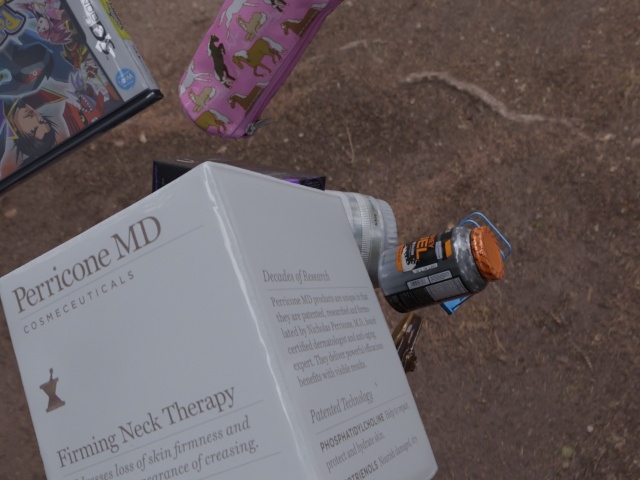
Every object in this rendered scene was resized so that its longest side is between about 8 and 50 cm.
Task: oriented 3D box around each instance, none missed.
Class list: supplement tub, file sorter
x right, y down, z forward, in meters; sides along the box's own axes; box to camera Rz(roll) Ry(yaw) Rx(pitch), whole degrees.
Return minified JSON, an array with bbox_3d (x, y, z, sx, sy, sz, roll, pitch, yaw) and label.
[{"bbox_3d":[0.201,0.046,1.188,0.190,0.117,0.117,-20,52,29],"label":"supplement tub"},{"bbox_3d":[0.276,0.038,1.364,0.118,0.104,0.170,49,42,3],"label":"file sorter"}]

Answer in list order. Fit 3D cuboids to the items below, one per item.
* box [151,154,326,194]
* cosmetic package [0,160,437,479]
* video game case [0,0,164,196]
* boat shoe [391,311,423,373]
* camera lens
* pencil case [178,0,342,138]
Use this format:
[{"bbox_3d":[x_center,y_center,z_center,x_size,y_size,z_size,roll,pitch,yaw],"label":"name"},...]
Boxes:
[{"bbox_3d":[-0.147,-0.060,1.246,0.270,0.165,0.143,14,106,31],"label":"box"},{"bbox_3d":[-0.111,0.168,0.855,0.329,0.327,0.394,-25,77,23],"label":"cosmetic package"},{"bbox_3d":[-0.371,-0.220,0.877,0.274,0.035,0.248,-28,95,11],"label":"video game case"},{"bbox_3d":[0.148,0.235,1.364,0.073,0.073,0.207,33,71,0],"label":"boat shoe"},{"bbox_3d":[0.000,0.000,1.519,0.274,0.219,0.219,4,54,-19],"label":"camera lens"},{"bbox_3d":[-0.082,-0.338,1.137,0.167,0.386,0.160,31,35,-13],"label":"pencil case"}]
